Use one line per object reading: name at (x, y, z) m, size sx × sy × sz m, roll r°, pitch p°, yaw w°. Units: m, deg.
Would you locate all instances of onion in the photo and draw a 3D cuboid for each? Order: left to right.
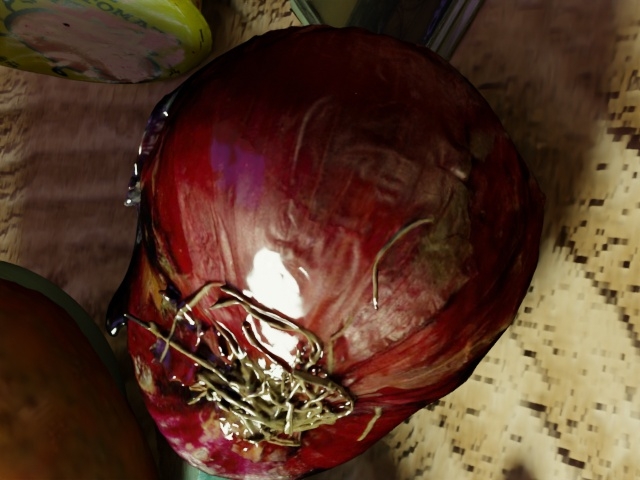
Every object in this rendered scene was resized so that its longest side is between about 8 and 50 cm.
onion at (-0.003, 0.013, 0.756) m, size 0.281 × 0.221 × 0.280 m, roll -161°, pitch 90°, yaw -85°

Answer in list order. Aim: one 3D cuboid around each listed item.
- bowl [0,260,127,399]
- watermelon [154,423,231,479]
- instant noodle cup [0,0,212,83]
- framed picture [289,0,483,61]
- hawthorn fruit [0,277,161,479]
bowl at (-0.271, 0.133, 1.128) m, size 0.289 × 0.146 × 0.289 m, roll 5°, pitch 107°, yaw 19°
watermelon at (-0.080, 0.082, 0.972) m, size 0.154 × 0.094 × 0.241 m, roll -62°, pitch 34°, yaw 39°
instant noodle cup at (-0.218, -0.303, 1.100) m, size 0.326 × 0.326 × 0.254 m, roll -10°, pitch 64°, yaw 55°
framed picture at (0.065, -0.212, 0.897) m, size 0.252 × 0.014 × 0.197 m, roll -59°, pitch 37°, yaw 26°
hawthorn fruit at (-0.308, 0.203, 0.870) m, size 0.403 × 0.403 × 0.402 m, roll -23°, pitch 62°, yaw 51°
